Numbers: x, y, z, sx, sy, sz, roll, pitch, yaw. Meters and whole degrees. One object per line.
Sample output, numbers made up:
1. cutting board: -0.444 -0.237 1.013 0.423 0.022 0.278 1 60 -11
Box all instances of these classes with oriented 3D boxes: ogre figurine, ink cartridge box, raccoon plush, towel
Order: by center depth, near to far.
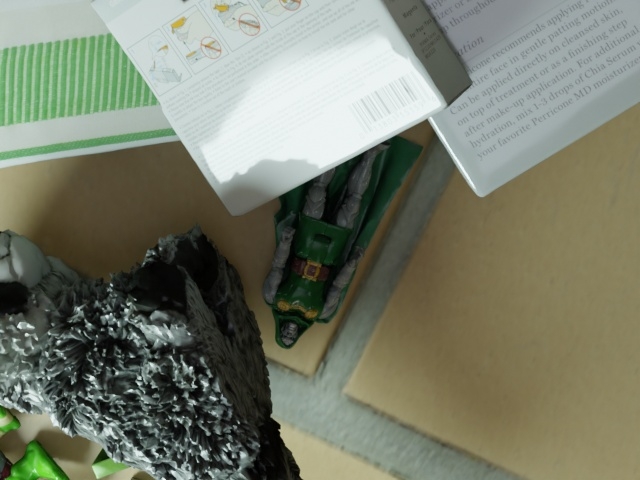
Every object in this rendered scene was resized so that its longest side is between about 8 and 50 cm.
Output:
1. ink cartridge box: -0.040 -0.173 1.523 0.275 0.060 0.239 -26 101 40
2. towel: -0.219 -0.227 1.581 0.248 0.038 0.325 -8 120 -7
3. raccoon plush: -0.201 0.191 1.626 0.299 0.216 0.446 -20 82 12
4. ogre figurine: -0.335 0.232 1.741 0.118 0.097 0.197 -42 114 -7

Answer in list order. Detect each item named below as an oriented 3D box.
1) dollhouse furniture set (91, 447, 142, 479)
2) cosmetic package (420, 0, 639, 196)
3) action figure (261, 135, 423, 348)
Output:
1. dollhouse furniture set: -0.177 0.276 1.757 0.076 0.058 0.152 -19 102 8
2. cosmetic package: 0.116 -0.295 1.551 0.230 0.161 0.453 -31 100 9
3. action figure: 0.000 0.000 1.684 0.137 0.063 0.232 17 107 -4
